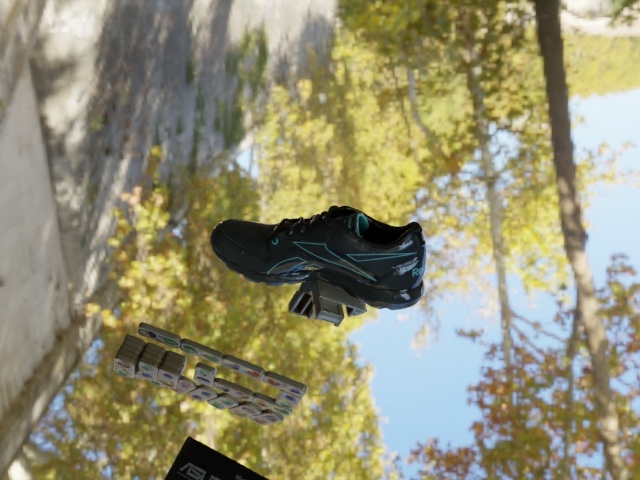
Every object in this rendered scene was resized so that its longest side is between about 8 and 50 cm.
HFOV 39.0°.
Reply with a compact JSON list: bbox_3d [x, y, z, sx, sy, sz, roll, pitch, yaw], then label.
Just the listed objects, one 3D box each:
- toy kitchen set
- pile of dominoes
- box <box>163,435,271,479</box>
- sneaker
[{"bbox_3d":[0.009,0.091,1.135,0.068,0.075,0.083,18,-146,-22],"label":"toy kitchen set"},{"bbox_3d":[-0.157,0.202,1.234,0.251,0.196,0.040,22,-121,-1],"label":"pile of dominoes"},{"bbox_3d":[0.004,0.294,0.874,0.270,0.060,0.216,20,164,29],"label":"box"},{"bbox_3d":[0.000,0.000,1.087,0.267,0.106,0.101,11,-146,6],"label":"sneaker"}]
